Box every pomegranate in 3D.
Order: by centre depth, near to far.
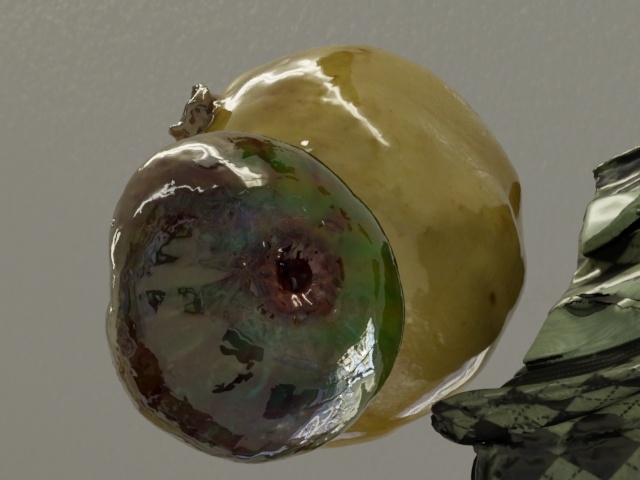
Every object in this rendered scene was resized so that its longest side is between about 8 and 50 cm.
[{"bbox_3d":[0.000,0.000,0.831,0.333,0.332,0.332,10,-41,9],"label":"pomegranate"}]

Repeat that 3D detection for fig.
[{"bbox_3d":[-0.059,0.031,0.508,0.149,0.149,0.245,34,-19,-17],"label":"fig"}]

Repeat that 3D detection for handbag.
[{"bbox_3d":[0.283,0.026,0.745,0.317,0.416,0.180,-23,-74,41],"label":"handbag"}]
